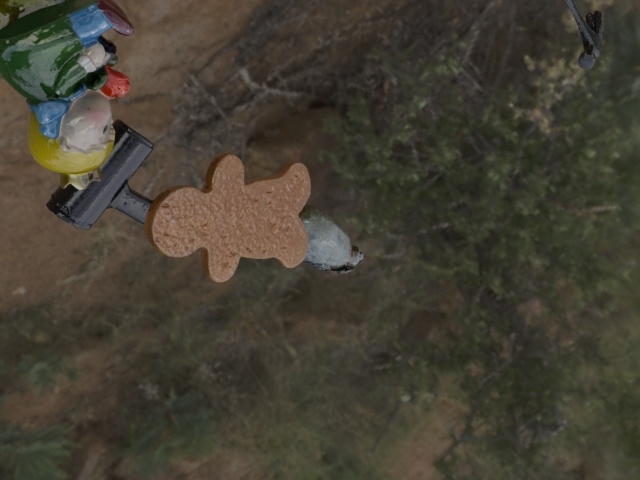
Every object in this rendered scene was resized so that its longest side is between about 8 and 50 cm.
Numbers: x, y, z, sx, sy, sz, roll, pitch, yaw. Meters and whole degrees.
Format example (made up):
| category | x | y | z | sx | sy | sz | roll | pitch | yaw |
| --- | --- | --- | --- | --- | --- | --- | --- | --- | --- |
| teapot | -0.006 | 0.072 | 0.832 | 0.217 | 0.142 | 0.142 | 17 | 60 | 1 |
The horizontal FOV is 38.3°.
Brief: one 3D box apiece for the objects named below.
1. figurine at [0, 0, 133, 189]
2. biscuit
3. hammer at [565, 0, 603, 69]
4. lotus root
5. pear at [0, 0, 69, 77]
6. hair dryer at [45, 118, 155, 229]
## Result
| category | x | y | z | sx | sy | sz | roll | pitch | yaw |
| --- | --- | --- | --- | --- | --- | --- | --- | --- | --- |
| figurine | -0.302 | -0.184 | 1.180 | 0.185 | 0.127 | 0.234 | -30 | 122 | -15 |
| biscuit | -0.115 | -0.031 | 1.168 | 0.250 | 0.036 | 0.165 | -8 | 107 | -41 |
| hammer | 0.256 | -0.284 | 0.988 | 0.021 | 0.201 | 0.078 | -13 | -146 | 40 |
| lotus root | 0.000 | 0.002 | 1.430 | 0.088 | 0.088 | 0.165 | -44 | 120 | 13 |
| pear | -0.489 | -0.360 | 1.322 | 0.321 | 0.269 | 0.269 | 1 | -171 | 45 |
| hair dryer | -0.330 | -0.076 | 1.649 | 0.251 | 0.089 | 0.197 | 37 | 91 | -38 |
